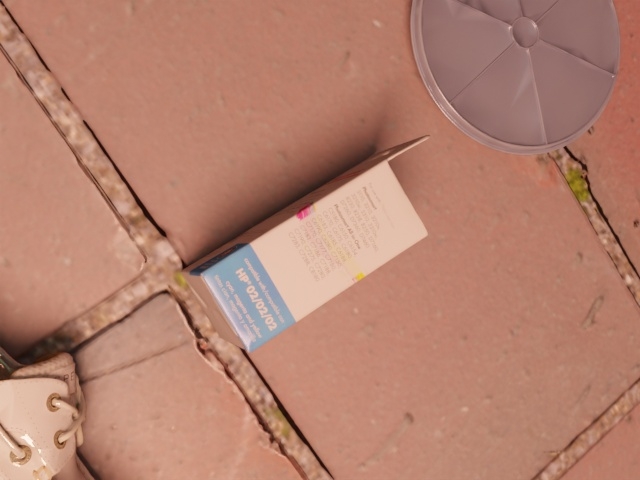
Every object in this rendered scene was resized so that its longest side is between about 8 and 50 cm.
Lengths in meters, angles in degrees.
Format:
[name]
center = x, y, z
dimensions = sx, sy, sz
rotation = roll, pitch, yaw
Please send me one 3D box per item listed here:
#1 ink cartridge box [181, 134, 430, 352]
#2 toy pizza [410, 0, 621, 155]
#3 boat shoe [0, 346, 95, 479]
[ink cartridge box]
center = 0.000, 0.000, 0.490
dimensions = 0.181, 0.104, 0.061
rotation = -33, 98, -16
[toy pizza]
center = 0.165, -0.171, 0.588
dimensions = 0.201, 0.032, 0.201
rotation = 0, 89, -17
[boat shoe]
center = -0.190, 0.108, 0.428
dimensions = 0.096, 0.098, 0.277
rotation = -43, 100, -14
